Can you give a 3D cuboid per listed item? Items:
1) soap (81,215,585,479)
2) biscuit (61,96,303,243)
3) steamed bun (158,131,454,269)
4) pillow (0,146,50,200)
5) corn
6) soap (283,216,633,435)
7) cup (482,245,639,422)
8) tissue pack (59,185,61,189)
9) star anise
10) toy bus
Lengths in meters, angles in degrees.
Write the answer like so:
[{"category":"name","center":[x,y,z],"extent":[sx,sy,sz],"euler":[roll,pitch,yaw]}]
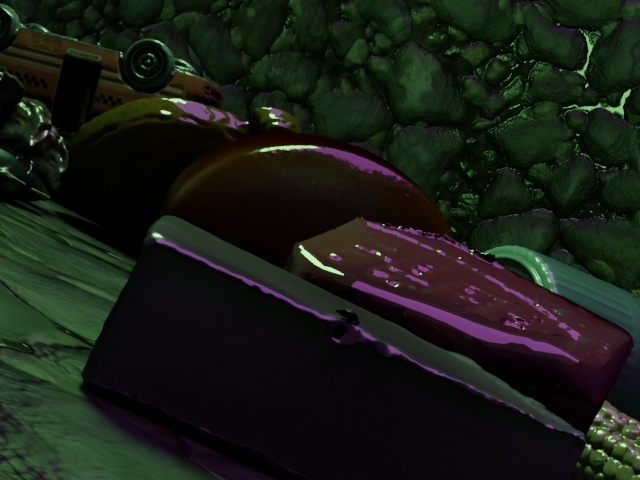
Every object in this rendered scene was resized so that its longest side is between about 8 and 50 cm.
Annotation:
[{"category":"soap","center":[-0.002,0.087,0.816],"extent":[0.296,0.107,0.285],"euler":[27,1,-5]},{"category":"biscuit","center":[-0.149,-0.069,1.619],"extent":[0.394,0.070,0.350],"euler":[19,-35,-33]},{"category":"steamed bun","center":[0.000,0.000,1.436],"extent":[0.379,0.248,0.235],"euler":[27,2,-10]},{"category":"pillow","center":[-0.397,-0.087,1.453],"extent":[0.136,0.055,0.091],"euler":[23,18,31]},{"category":"corn","center":[0.277,0.213,1.340],"extent":[0.127,0.126,0.335],"euler":[26,3,-44]},{"category":"soap","center":[0.112,0.091,1.118],"extent":[0.325,0.127,0.220],"euler":[26,24,20]},{"category":"cup","center":[0.345,0.197,1.730],"extent":[0.311,0.331,0.257],"euler":[24,-32,-33]},{"category":"tissue pack","center":[-0.345,-0.121,1.978],"extent":[0.263,0.146,0.198],"euler":[25,-3,6]},{"category":"star anise","center":[-0.419,-0.164,1.533],"extent":[0.236,0.109,0.223],"euler":[25,-18,21]},{"category":"toy bus","center":[-0.377,-0.205,1.790],"extent":[0.427,0.233,0.203],"euler":[15,0,6]}]
